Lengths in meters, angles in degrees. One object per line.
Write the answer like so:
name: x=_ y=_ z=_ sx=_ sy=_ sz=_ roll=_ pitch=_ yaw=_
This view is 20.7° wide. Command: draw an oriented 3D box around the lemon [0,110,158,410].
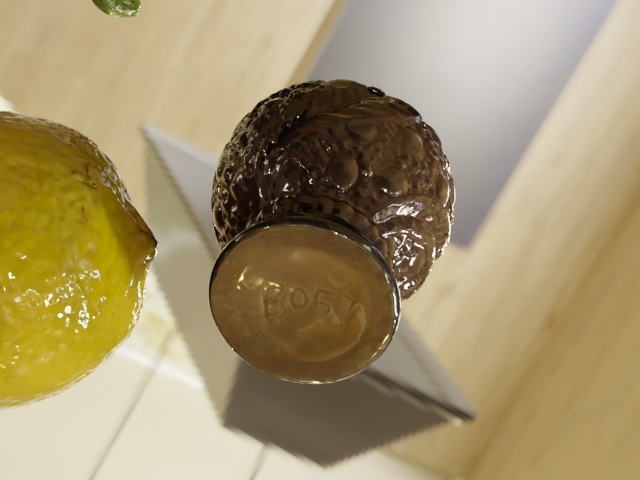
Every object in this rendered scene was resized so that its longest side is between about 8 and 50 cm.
lemon: x=-0.344 y=0.023 z=1.811 sx=0.336 sy=0.336 sz=0.336 roll=29 pitch=-170 yaw=-6

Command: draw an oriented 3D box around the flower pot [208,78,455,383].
flower pot: x=0.000 y=0.000 z=1.827 sx=0.267 sy=0.266 sz=0.267 roll=29 pitch=-150 yaw=-6

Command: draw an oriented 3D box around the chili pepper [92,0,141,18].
chili pepper: x=-0.171 y=-0.313 z=1.654 sx=0.073 sy=0.204 sz=0.072 roll=21 pitch=-163 yaw=-7
